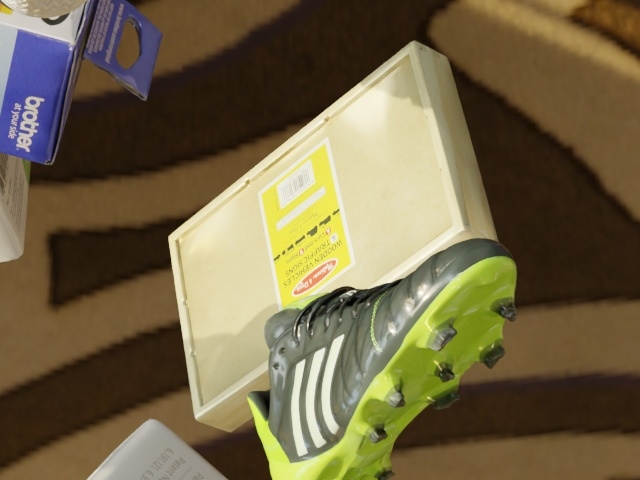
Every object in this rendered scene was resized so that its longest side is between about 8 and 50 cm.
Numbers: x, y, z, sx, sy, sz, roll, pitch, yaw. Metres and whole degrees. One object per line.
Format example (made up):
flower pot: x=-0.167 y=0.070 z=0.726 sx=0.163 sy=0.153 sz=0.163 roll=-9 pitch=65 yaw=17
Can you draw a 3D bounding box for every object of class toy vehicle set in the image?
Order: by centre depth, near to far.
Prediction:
toy vehicle set: x=0.000 y=0.000 z=1.383 sx=0.035 sy=0.166 sz=0.267 roll=23 pitch=133 yaw=-39

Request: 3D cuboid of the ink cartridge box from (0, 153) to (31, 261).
ink cartridge box: x=-0.388 y=-0.135 z=1.986 sx=0.117 sy=0.201 sz=0.278 roll=-10 pitch=135 yaw=7

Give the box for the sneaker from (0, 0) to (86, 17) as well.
sneaker: x=-0.215 y=-0.269 z=1.215 sx=0.101 sy=0.153 sz=0.268 roll=-12 pitch=101 yaw=-42

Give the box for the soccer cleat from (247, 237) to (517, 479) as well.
soccer cleat: x=0.014 y=0.042 z=0.720 sx=0.060 sy=0.072 sz=0.179 roll=-19 pitch=157 yaw=-32

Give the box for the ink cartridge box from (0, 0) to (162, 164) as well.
ink cartridge box: x=-0.328 y=-0.229 z=1.713 sx=0.395 sy=0.270 sz=0.151 roll=13 pitch=133 yaw=-6

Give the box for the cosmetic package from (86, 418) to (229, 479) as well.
cosmetic package: x=-0.134 y=0.430 z=1.608 sx=0.393 sy=0.327 sz=0.329 roll=40 pitch=116 yaw=2
